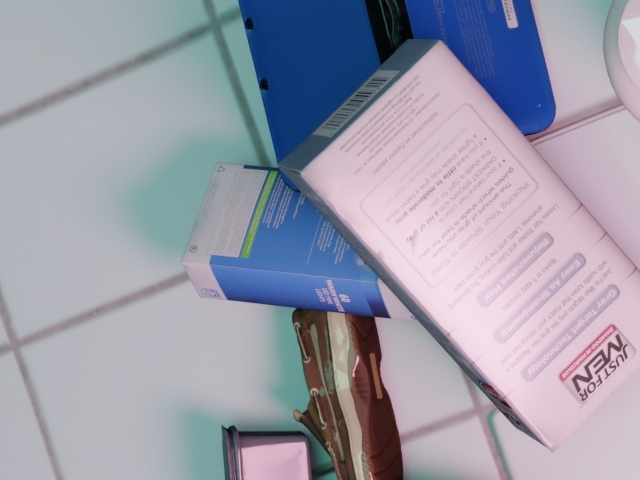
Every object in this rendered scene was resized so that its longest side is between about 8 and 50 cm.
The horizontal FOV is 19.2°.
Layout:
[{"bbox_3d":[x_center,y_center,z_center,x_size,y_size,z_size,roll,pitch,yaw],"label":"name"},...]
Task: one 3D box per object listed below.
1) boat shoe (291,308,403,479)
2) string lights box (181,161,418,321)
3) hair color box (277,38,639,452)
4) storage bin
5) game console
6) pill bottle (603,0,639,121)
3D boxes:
[{"bbox_3d":[0.022,0.184,2.011,0.095,0.095,0.258,-13,77,24],"label":"boat shoe"},{"bbox_3d":[0.000,0.000,1.981,0.259,0.077,0.133,6,58,20],"label":"string lights box"},{"bbox_3d":[0.155,0.004,1.831,0.185,0.113,0.374,-44,103,-6],"label":"hair color box"},{"bbox_3d":[-0.056,0.264,2.046,0.091,0.098,0.135,-4,91,-7],"label":"storage bin"},{"bbox_3d":[0.072,-0.222,1.966,0.173,0.250,0.293,-18,85,64],"label":"game console"},{"bbox_3d":[0.365,-0.176,1.739,0.181,0.323,0.182,1,93,21],"label":"pill bottle"}]
